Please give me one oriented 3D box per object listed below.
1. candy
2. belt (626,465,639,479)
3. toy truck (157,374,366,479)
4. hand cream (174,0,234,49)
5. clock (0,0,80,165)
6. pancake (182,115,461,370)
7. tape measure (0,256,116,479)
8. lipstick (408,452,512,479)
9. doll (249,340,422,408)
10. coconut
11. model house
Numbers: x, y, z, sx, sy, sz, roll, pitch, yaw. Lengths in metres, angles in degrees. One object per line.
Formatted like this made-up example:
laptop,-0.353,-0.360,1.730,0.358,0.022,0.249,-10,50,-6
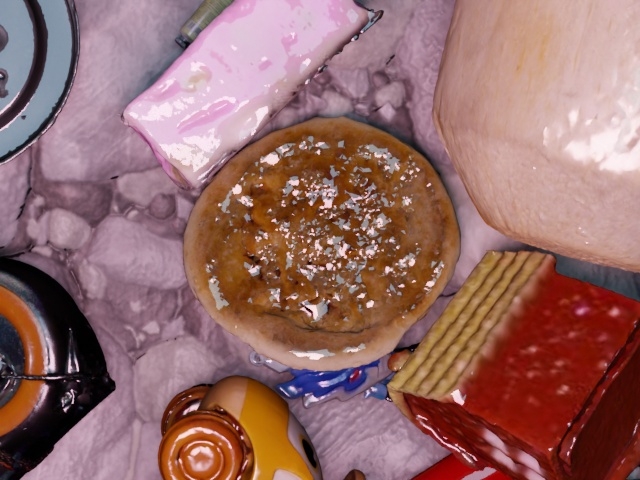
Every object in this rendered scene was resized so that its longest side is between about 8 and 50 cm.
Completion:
candy,-0.072,-0.171,1.900,0.265,0.155,0.116,-45,97,-2
belt,0.312,0.233,1.979,0.083,0.036,0.059,27,88,-4
toy truck,-0.079,0.283,1.875,0.211,0.204,0.288,18,95,-4
hand cream,-0.109,-0.236,1.966,0.035,0.022,0.102,43,83,-1
clock,-0.378,-0.199,1.934,0.280,0.055,0.281,0,90,-3
pancake,0.001,0.001,1.930,0.282,0.049,0.282,0,74,0
tape measure,-0.326,0.123,1.897,0.202,0.135,0.223,-44,87,7
lipstick,0.197,0.217,1.956,0.279,0.073,0.073,-31,92,-3
doll,0.023,0.126,1.950,0.195,0.070,0.096,4,74,-12
coconut,0.299,-0.177,1.807,0.344,0.415,0.415,17,89,-24
model house,0.201,0.125,1.876,0.254,0.160,0.196,26,69,30
